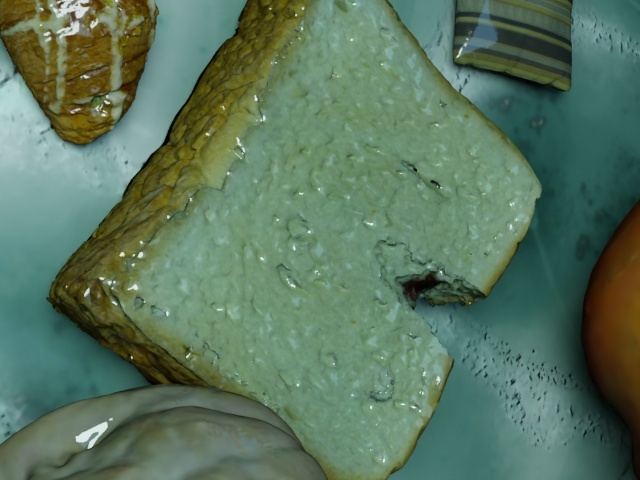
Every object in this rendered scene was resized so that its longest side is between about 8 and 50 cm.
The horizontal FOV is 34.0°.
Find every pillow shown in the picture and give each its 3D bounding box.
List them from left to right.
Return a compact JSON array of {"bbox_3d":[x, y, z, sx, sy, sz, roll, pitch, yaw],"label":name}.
[{"bbox_3d":[0.148,-0.220,0.788,0.113,0.038,0.203,10,81,-29],"label":"pillow"}]

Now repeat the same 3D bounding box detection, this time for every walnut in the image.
[{"bbox_3d":[-0.092,0.177,0.504,0.224,0.224,0.224,3,85,-32],"label":"walnut"}]

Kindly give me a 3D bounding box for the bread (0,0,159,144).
[{"bbox_3d":[-0.140,-0.172,0.580,0.105,0.076,0.233,-5,88,-34],"label":"bread"}]

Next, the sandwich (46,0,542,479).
[{"bbox_3d":[0.001,0.000,0.647,0.249,0.095,0.273,42,65,-27],"label":"sandwich"}]

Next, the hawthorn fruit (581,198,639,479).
[{"bbox_3d":[0.429,0.077,0.689,0.471,0.472,0.472,3,85,-32],"label":"hawthorn fruit"}]
